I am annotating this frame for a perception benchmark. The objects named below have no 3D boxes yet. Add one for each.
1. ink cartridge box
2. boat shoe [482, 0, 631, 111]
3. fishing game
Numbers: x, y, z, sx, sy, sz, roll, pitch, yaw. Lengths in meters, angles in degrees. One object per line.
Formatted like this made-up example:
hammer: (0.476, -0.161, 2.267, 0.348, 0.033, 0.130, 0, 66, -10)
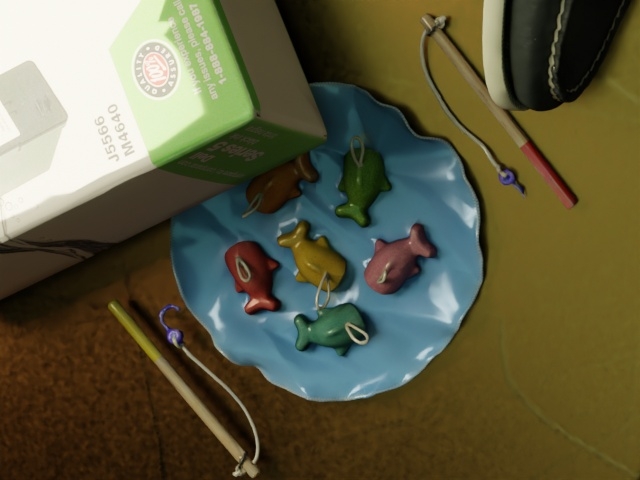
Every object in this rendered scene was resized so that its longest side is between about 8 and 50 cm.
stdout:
ink cartridge box: (-0.164, -0.092, 0.878, 0.273, 0.115, 0.198, -25, 80, 17)
boat shoe: (0.179, -0.216, 0.774, 0.113, 0.127, 0.340, 21, 93, 24)
fishing game: (0.000, 0.000, 0.897, 0.264, 0.041, 0.189, -38, 86, 15)
